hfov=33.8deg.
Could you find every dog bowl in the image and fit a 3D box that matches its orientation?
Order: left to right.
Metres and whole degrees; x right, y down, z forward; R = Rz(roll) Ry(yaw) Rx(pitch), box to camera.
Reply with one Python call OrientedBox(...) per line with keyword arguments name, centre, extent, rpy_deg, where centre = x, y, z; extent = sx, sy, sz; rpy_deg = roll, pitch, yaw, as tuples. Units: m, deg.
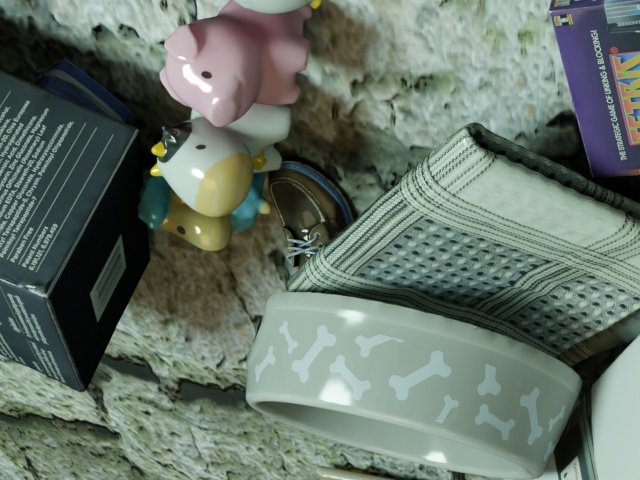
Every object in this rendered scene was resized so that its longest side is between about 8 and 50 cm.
OrientedBox(name="dog bowl", centre=(0.083, 0.156, 1.069), extent=(0.349, 0.102, 0.349), rpy_deg=(13, 164, 4))

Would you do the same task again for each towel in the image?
OrientedBox(name="towel", centre=(0.174, 0.040, 0.972), extent=(0.324, 0.056, 0.312), rpy_deg=(21, 144, -23))

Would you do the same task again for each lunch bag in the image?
OrientedBox(name="lunch bag", centre=(-0.240, -0.129, 1.023), extent=(0.098, 0.065, 0.067), rpy_deg=(41, 153, -23))

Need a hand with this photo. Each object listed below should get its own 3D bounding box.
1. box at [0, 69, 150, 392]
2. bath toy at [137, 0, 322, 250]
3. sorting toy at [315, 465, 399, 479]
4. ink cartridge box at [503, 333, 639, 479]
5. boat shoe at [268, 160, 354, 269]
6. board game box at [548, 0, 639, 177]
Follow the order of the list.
OrientedBox(name="box", centre=(-0.348, -0.026, 1.031), extent=(0.312, 0.179, 0.343), rpy_deg=(23, 158, 1))
OrientedBox(name="bath toy", centre=(-0.078, -0.138, 0.862), extent=(0.129, 0.151, 0.348), rpy_deg=(9, 140, -8))
OrientedBox(name="sorting toy", centre=(0.102, 0.375, 1.474), extent=(0.193, 0.038, 0.208), rpy_deg=(7, 143, 19))
OrientedBox(name="ink cartridge box", centre=(0.386, 0.252, 1.044), extent=(0.285, 0.166, 0.395), rpy_deg=(12, 143, -9))
OrientedBox(name="boat shoe", centre=(0.000, 0.000, 1.055), extent=(0.066, 0.066, 0.183), rpy_deg=(-10, 131, 34))
OrientedBox(name="board game box", centre=(0.262, -0.126, 0.798), extent=(0.141, 0.048, 0.170), rpy_deg=(-3, 135, 27))
